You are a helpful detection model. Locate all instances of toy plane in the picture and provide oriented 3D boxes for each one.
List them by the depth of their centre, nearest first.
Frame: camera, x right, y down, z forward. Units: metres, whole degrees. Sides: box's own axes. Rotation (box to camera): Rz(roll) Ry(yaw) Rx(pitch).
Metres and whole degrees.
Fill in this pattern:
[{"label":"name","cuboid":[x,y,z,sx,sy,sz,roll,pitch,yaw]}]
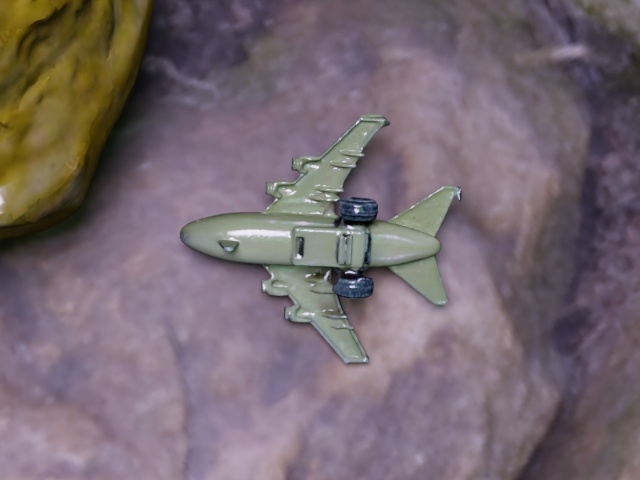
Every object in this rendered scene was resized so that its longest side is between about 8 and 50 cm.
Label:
[{"label":"toy plane","cuboid":[0.000,0.000,0.598,0.111,0.040,0.102,2,99,-10]}]

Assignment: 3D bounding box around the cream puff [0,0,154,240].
[{"label":"cream puff","cuboid":[-0.188,-0.129,0.464,0.274,0.270,0.323,-40,96,-12]}]
